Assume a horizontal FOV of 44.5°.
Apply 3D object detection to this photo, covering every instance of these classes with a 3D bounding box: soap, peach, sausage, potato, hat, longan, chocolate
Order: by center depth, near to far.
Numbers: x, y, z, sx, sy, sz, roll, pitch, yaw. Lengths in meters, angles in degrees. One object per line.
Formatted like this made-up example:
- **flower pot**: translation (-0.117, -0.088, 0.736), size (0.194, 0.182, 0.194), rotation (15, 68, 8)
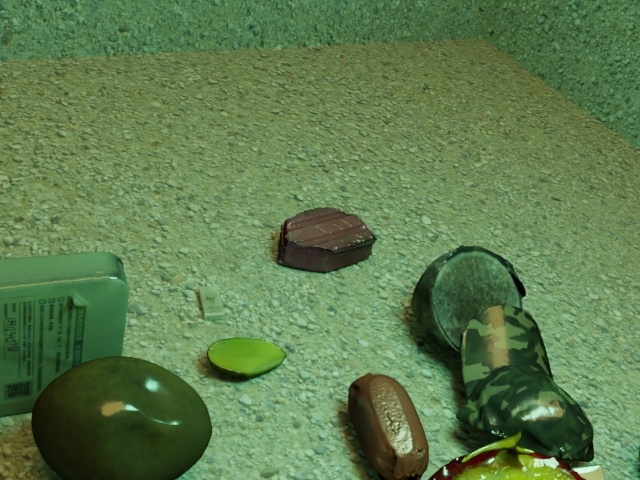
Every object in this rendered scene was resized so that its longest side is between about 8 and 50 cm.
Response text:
- **peach**: translation (0.333, 0.588, 1.496), size (0.406, 0.309, 0.335), rotation (-24, 47, -32)
- **longan**: translation (-0.391, 0.370, 1.550), size (0.350, 0.288, 0.288), rotation (13, 35, -23)
- **sausage**: translation (0.152, 0.423, 1.771), size (0.152, 0.152, 0.279), rotation (-1, 43, -21)
- **hat**: translation (0.515, 0.332, 1.894), size (0.367, 0.257, 0.381), rotation (11, 74, -25)
- **potato**: translation (-0.183, 0.290, 1.899), size (0.198, 0.054, 0.119), rotation (-5, 41, -33)
- **chocolate**: translation (0.372, 0.172, 2.119), size (0.304, 0.213, 0.303), rotation (4, 81, -26)
- **soap**: translation (0.000, 0.000, 2.291), size (0.289, 0.112, 0.182), rotation (-15, 46, -35)

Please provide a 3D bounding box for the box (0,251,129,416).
- **box**: translation (-0.597, 0.199, 1.578), size (0.397, 0.395, 0.111), rotation (-4, 45, -26)

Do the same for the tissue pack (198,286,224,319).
- **tissue pack**: translation (-0.286, 0.163, 2.048), size (0.056, 0.023, 0.108), rotation (0, 39, -20)

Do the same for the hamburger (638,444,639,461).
- **hamburger**: translation (0.883, 0.521, 1.837), size (0.146, 0.243, 0.285), rotation (-7, 58, -31)

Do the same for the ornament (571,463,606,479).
- **ornament**: translation (0.589, 0.620, 1.669), size (0.130, 0.120, 0.285), rotation (0, 47, 18)
